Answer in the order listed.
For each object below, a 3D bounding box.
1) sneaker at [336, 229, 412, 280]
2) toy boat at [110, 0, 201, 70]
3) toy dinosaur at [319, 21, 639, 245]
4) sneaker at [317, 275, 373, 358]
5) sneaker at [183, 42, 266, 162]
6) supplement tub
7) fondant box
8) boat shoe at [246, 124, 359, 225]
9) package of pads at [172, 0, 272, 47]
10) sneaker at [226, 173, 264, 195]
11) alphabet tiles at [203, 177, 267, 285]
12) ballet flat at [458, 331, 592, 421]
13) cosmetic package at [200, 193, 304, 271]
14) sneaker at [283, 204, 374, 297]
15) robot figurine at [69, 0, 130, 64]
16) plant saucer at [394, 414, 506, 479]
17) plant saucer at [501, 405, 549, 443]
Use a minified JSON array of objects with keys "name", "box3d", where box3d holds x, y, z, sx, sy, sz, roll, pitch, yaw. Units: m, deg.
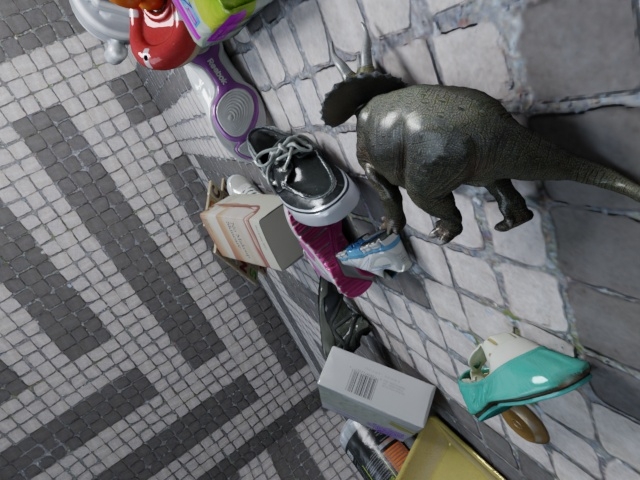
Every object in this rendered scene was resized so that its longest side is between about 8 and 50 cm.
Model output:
[{"name":"sneaker","box3d":[0.088,0.032,0.681,0.082,0.071,0.191,53,165,-6]},{"name":"toy boat","box3d":[-0.285,-0.402,0.666,0.151,0.151,0.230,16,119,25]},{"name":"toy dinosaur","box3d":[0.095,-0.077,0.356,0.160,0.121,0.313,53,174,-38]},{"name":"sneaker","box3d":[0.058,0.179,1.041,0.087,0.131,0.227,103,160,-75]},{"name":"sneaker","box3d":[-0.199,-0.309,0.850,0.152,0.114,0.304,-144,30,-79]},{"name":"supplement tub","box3d":[0.229,0.688,1.254,0.338,0.207,0.207,43,159,43]},{"name":"fondant box","box3d":[0.125,0.388,1.001,0.239,0.096,0.330,19,153,13]},{"name":"boat shoe","box3d":[-0.046,-0.129,0.688,0.105,0.113,0.306,52,180,-39]},{"name":"package of pads","box3d":[-0.173,-0.425,0.516,0.229,0.101,0.296,27,147,61]},{"name":"sneaker","box3d":[-0.192,-0.115,1.216,0.228,0.087,0.092,48,157,6]},{"name":"alphabet tiles","box3d":[-0.260,-0.028,1.314,0.342,0.011,0.284,51,-150,-50]},{"name":"ballet flat","box3d":[0.225,0.163,0.503,0.247,0.083,0.087,91,157,-60]},{"name":"cosmetic package","box3d":[-0.169,-0.030,1.064,0.296,0.129,0.153,6,127,48]},{"name":"sneaker","box3d":[0.000,0.000,0.812,0.252,0.103,0.111,61,162,-10]},{"name":"robot figurine","box3d":[-0.487,-0.579,0.972,0.353,0.200,0.299,35,115,54]},{"name":"plant saucer","box3d":[0.293,0.610,0.855,0.081,0.332,0.333,23,-176,-33]},{"name":"plant saucer","box3d":[0.295,0.268,0.603,0.083,0.015,0.083,50,163,22]}]
